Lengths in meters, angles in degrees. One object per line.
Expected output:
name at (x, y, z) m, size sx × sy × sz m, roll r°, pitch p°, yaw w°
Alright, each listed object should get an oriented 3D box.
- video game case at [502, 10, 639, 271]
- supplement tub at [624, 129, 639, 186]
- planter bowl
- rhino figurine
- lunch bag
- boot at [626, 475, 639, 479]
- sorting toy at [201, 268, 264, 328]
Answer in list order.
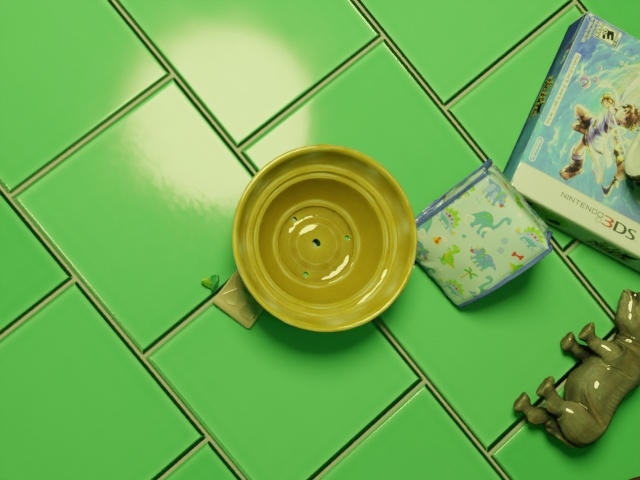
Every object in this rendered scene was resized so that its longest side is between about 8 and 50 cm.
video game case at (0.395, -0.126, 0.995) m, size 0.244 × 0.061 × 0.270 m, roll 27°, pitch 81°, yaw -6°
supplement tub at (0.480, -0.077, 0.914) m, size 0.190 × 0.117 × 0.117 m, roll 30°, pitch 81°, yaw -8°
planter bowl at (0.000, 0.000, 0.907) m, size 0.217 × 0.090 × 0.217 m, roll 1°, pitch 84°, yaw -9°
rhino figurine at (0.361, 0.155, 0.956) m, size 0.106 × 0.073 × 0.243 m, roll 42°, pitch 79°, yaw 1°
lunch bag at (0.189, -0.003, 0.932) m, size 0.151 × 0.096 × 0.129 m, roll -41°, pitch 91°, yaw 23°
boot at (0.370, 0.396, 0.945) m, size 0.219 × 0.082 × 0.106 m, roll -36°, pitch 112°, yaw -14°
sorting toy at (-0.103, 0.060, 0.925) m, size 0.083 × 0.012 × 0.062 m, roll 38°, pitch 85°, yaw -7°
